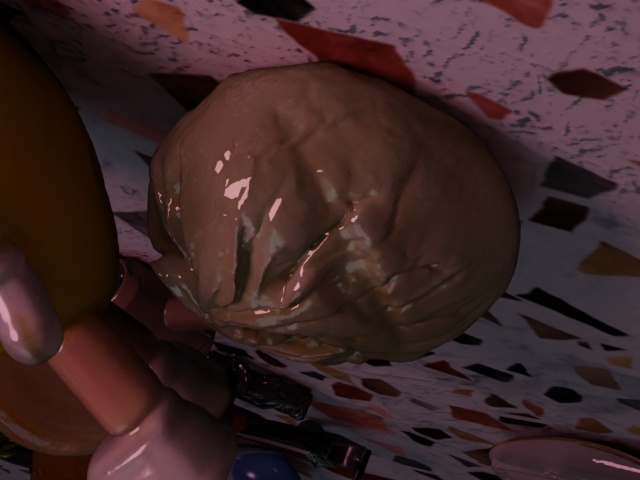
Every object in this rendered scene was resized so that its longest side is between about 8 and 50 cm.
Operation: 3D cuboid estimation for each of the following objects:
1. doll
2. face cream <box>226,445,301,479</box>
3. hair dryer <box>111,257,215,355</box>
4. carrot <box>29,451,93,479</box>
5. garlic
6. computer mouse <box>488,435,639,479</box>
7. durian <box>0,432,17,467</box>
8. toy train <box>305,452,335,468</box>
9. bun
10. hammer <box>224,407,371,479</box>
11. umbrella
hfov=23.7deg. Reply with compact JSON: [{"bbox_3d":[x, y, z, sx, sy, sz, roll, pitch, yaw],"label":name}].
[{"bbox_3d":[-0.189,-0.007,0.935,0.423,0.161,0.348,51,177,14],"label":"doll"},{"bbox_3d":[-0.107,0.305,1.919,0.149,0.083,0.264,25,160,-18],"label":"face cream"},{"bbox_3d":[-0.101,0.056,1.285,0.182,0.064,0.117,-8,147,38],"label":"hair dryer"},{"bbox_3d":[-0.286,0.323,2.088,0.225,0.159,0.159,7,160,1],"label":"carrot"},{"bbox_3d":[-0.255,0.141,1.582,0.245,0.145,0.164,20,130,-9],"label":"garlic"},{"bbox_3d":[0.249,0.211,1.377,0.199,0.045,0.102,5,157,35],"label":"computer mouse"},{"bbox_3d":[-0.462,0.160,1.685,0.355,0.169,0.157,27,153,35],"label":"durian"},{"bbox_3d":[0.009,0.237,1.710,0.045,0.029,0.092,-1,161,10],"label":"toy train"},{"bbox_3d":[0.000,0.000,0.897,0.229,0.145,0.229,20,159,8],"label":"bun"},{"bbox_3d":[-0.064,0.185,1.513,0.290,0.037,0.137,23,176,-42],"label":"hammer"},{"bbox_3d":[-0.073,0.137,1.496,0.144,0.040,0.037,23,154,-20],"label":"umbrella"}]
